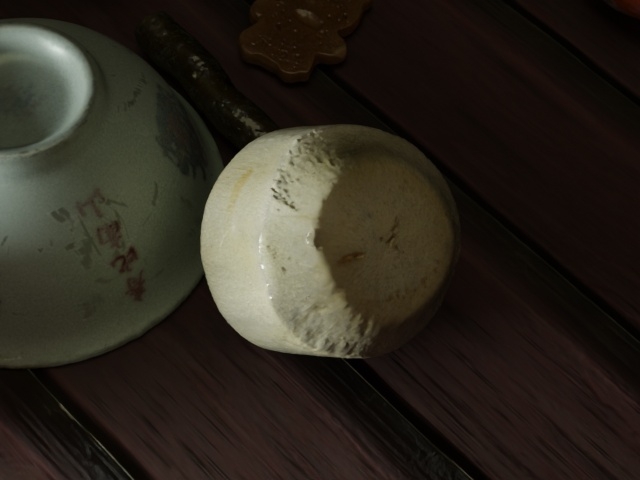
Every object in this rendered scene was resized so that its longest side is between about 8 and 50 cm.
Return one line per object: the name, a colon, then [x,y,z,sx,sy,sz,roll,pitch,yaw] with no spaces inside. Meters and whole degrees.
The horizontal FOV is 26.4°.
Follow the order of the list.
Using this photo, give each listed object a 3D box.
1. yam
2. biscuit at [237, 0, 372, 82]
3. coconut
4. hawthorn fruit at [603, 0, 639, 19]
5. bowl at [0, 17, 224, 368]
yam: [-0.122,-0.168,1.570,0.061,0.061,0.253,-33,66,-23]
biscuit: [-0.022,-0.264,1.657,0.133,0.027,0.184,19,56,9]
coconut: [0.000,0.000,1.368,0.237,0.266,0.237,1,87,-24]
hawthorn fruit: [0.453,-0.380,1.655,0.235,0.263,0.231,-13,79,-43]
bowl: [-0.314,-0.101,1.432,0.434,0.196,0.435,2,57,-2]
